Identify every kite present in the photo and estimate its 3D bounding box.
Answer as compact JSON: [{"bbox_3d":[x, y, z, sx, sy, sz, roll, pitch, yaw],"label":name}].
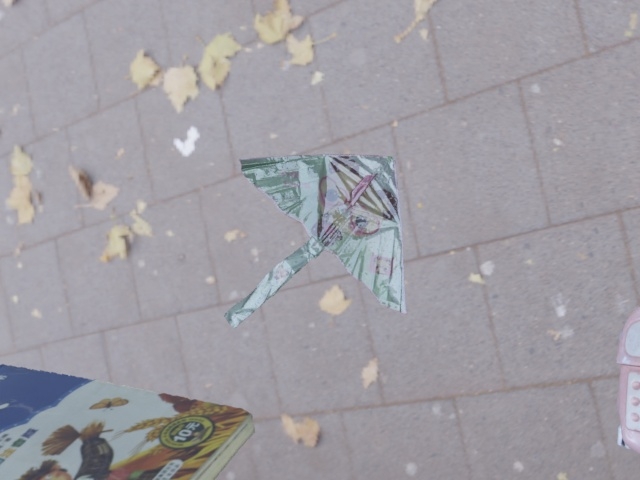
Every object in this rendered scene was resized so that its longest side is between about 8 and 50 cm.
[{"bbox_3d":[0.000,0.000,0.885,0.229,0.250,0.012,45,162,-2],"label":"kite"}]

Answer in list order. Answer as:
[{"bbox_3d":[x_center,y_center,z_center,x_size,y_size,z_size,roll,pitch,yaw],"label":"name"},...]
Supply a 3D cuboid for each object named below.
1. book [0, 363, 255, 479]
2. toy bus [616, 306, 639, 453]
[{"bbox_3d":[-0.327,0.261,1.015,0.428,0.300,0.039,4,119,29],"label":"book"},{"bbox_3d":[0.557,0.209,1.337,0.232,0.197,0.294,-4,79,58],"label":"toy bus"}]
